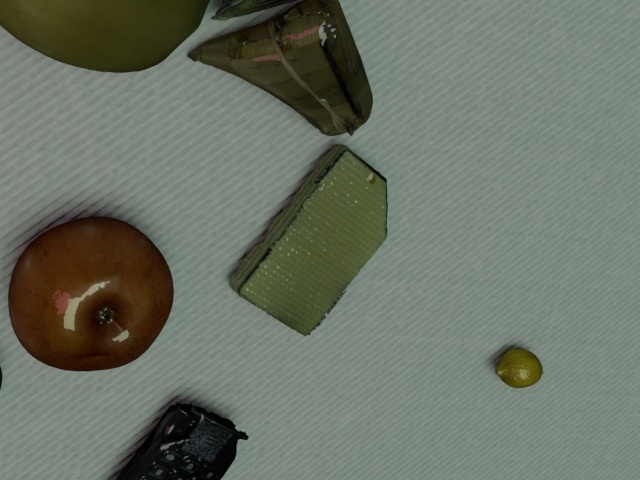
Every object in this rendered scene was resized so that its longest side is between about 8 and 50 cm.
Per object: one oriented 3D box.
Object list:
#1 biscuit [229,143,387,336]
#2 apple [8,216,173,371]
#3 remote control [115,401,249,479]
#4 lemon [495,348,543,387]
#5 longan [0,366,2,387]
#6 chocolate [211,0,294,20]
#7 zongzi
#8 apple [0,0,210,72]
[{"bbox_3d":[0.000,0.000,1.301,0.150,0.052,0.252,33,98,-34],"label":"biscuit"},{"bbox_3d":[-0.277,0.072,1.151,0.201,0.162,0.201,-8,113,-18],"label":"apple"},{"bbox_3d":[-0.271,0.401,1.354,0.145,0.062,0.398,34,98,-30],"label":"remote control"},{"bbox_3d":[0.320,0.208,1.519,0.092,0.065,0.065,3,110,-27],"label":"lemon"},{"bbox_3d":[-0.449,0.170,1.162,0.106,0.106,0.119,-5,92,-21],"label":"longan"},{"bbox_3d":[-0.043,-0.349,1.073,0.221,0.221,0.147,-17,99,-16],"label":"chocolate"},{"bbox_3d":[-0.043,-0.202,1.185,0.198,0.099,0.194,-16,132,13],"label":"zongzi"},{"bbox_3d":[-0.223,-0.304,0.962,0.263,0.262,0.262,-9,115,-19],"label":"apple"}]
